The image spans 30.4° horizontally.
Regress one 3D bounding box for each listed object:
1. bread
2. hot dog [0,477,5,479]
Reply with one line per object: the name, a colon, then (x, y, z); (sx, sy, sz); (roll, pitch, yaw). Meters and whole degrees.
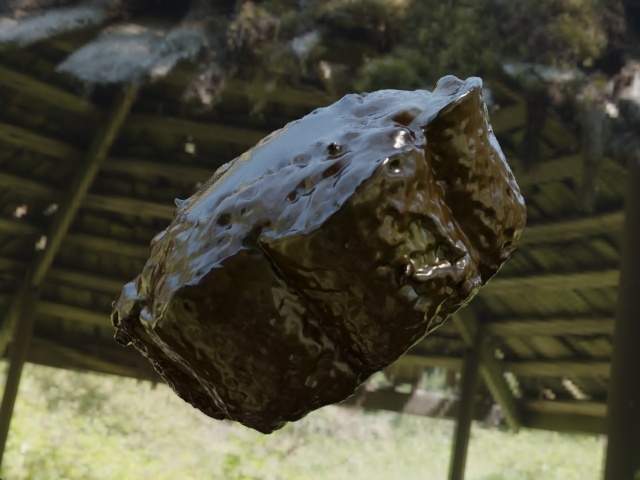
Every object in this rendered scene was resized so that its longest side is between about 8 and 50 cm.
bread: (-0.003, 0.004, 0.673); (0.135, 0.246, 0.232); (57, -10, -7)
hot dog: (-0.283, 0.174, 0.706); (0.348, 0.117, 0.158); (32, -52, 15)
